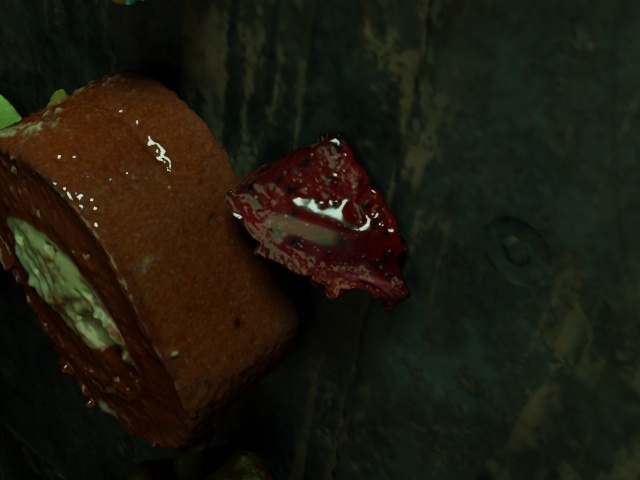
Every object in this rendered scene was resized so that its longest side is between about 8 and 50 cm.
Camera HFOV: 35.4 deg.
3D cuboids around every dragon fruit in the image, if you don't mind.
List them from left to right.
[{"bbox_3d":[-0.003,0.001,0.676,0.131,0.063,0.097,57,142,-3],"label":"dragon fruit"}]

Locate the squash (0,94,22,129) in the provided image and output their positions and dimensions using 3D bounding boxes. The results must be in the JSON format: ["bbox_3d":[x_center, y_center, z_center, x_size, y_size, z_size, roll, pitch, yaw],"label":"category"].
[{"bbox_3d":[-0.352,-0.046,0.916,0.123,0.187,0.123,29,142,26],"label":"squash"}]

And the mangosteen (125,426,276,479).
[{"bbox_3d":[-0.098,0.268,0.876,0.211,0.211,0.249,-1,105,47],"label":"mangosteen"}]

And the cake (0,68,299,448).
[{"bbox_3d":[-0.129,0.018,0.752,0.177,0.151,0.282,4,121,43],"label":"cake"}]

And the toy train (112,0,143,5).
[{"bbox_3d":[-0.094,-0.323,0.514,0.089,0.086,0.409,33,137,24],"label":"toy train"}]
